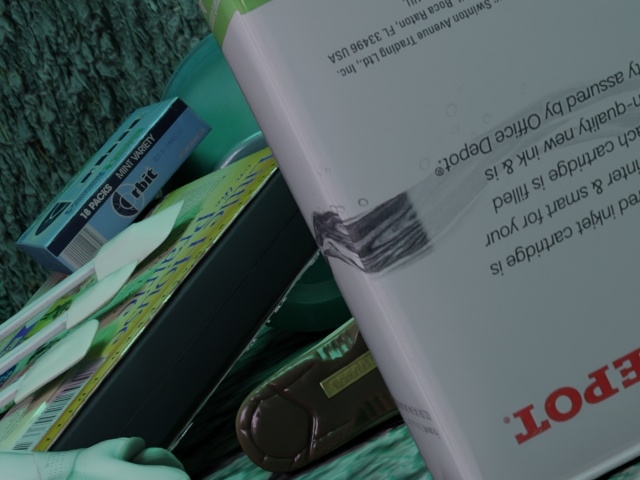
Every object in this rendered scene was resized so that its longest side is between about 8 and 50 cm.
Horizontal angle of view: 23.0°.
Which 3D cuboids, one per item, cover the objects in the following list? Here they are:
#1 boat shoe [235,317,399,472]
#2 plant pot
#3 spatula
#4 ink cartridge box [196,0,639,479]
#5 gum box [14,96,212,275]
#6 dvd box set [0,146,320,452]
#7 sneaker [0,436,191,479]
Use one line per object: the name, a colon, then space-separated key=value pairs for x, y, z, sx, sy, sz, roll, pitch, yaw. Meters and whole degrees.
boat shoe: x=0.041 y=0.063 z=0.862 sx=0.190 sy=0.068 sz=0.072 roll=-26 pitch=-8 yaw=0
plant pot: x=-0.018 y=-0.050 z=1.382 sx=0.271 sy=0.272 sz=0.255 roll=-25 pitch=18 yaw=6
spatula: x=-0.192 y=0.068 z=1.092 sx=0.242 sy=0.019 sz=0.168 roll=-34 pitch=24 yaw=41
ink cartridge box: x=0.083 y=-0.056 z=0.635 sx=0.198 sy=0.273 sz=0.115 roll=-26 pitch=2 yaw=-8
gum box: x=-0.173 y=-0.042 z=1.286 sx=0.157 sy=0.041 sz=0.184 roll=-51 pitch=15 yaw=-11
dvd box set: x=-0.164 y=0.081 z=1.132 sx=0.307 sy=0.062 sz=0.420 roll=-53 pitch=16 yaw=-26
sneaker: x=-0.127 y=0.143 z=0.798 sx=0.115 sy=0.090 sz=0.232 roll=-20 pitch=10 yaw=-27
